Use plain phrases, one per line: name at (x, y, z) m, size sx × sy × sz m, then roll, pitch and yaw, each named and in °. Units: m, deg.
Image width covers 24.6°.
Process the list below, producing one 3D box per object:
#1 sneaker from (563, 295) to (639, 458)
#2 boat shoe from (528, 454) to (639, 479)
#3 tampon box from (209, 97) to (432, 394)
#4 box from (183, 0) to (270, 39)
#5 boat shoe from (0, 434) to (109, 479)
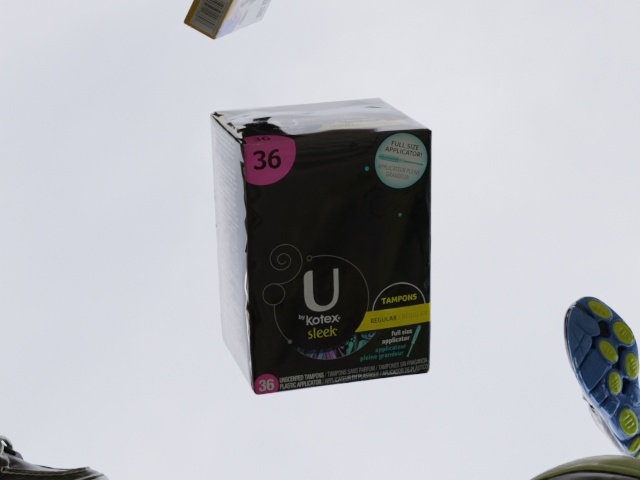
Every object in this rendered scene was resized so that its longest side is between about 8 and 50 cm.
sneaker at (0.259, 0.130, 1.335) m, size 0.067 × 0.188 × 0.078 m, roll -37°, pitch -150°, yaw -13°
boat shoe at (0.104, 0.102, 0.468) m, size 0.049 × 0.056 × 0.152 m, roll -19°, pitch -175°, yaw -36°
tampon box at (0.000, 0.000, 0.935) m, size 0.120 × 0.161 × 0.101 m, roll -7°, pitch -162°, yaw -15°
box at (-0.047, -0.186, 1.009) m, size 0.028 × 0.136 × 0.081 m, roll 30°, pitch -70°, yaw 6°
boat shoe at (-0.286, 0.200, 1.234) m, size 0.219 × 0.078 × 0.070 m, roll -4°, pitch -98°, yaw 1°
